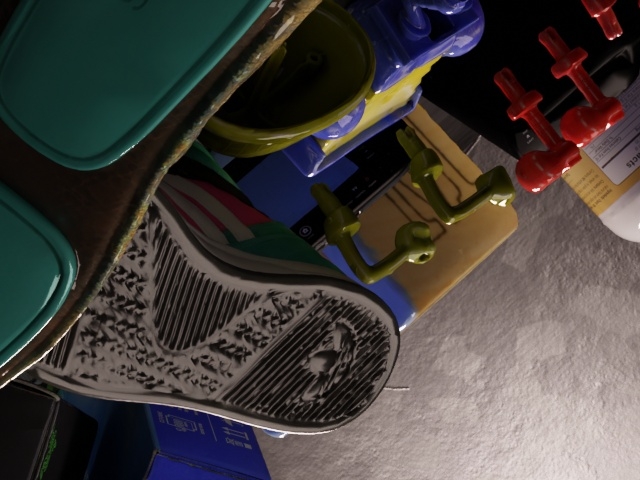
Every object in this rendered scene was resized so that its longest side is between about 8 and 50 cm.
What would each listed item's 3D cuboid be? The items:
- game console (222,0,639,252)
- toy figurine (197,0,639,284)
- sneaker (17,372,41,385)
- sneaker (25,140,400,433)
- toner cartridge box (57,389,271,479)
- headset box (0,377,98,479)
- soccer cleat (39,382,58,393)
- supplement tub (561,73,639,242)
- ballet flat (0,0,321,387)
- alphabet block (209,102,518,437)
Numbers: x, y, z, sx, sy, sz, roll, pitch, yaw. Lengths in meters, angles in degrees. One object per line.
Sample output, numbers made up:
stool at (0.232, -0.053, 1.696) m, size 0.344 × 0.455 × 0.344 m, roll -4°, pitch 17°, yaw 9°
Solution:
game console at (0.037, -0.068, 1.262) m, size 0.361 × 0.044 × 0.213 m, roll -41°, pitch -140°, yaw -9°
toy figurine at (0.033, -0.076, 1.136) m, size 0.362 × 0.191 × 0.217 m, roll -37°, pitch 179°, yaw -38°
sneaker at (-0.233, 0.097, 1.301) m, size 0.135 × 0.052 × 0.058 m, roll -43°, pitch 172°, yaw 3°
sneaker at (-0.110, -0.004, 0.953) m, size 0.295 × 0.178 × 0.123 m, roll 26°, pitch 94°, yaw -44°
toner cartridge box at (-0.117, 0.147, 1.228) m, size 0.348 × 0.075 × 0.165 m, roll -123°, pitch -126°, yaw -70°
headset box at (-0.226, 0.185, 1.035) m, size 0.283 × 0.131 × 0.246 m, roll 106°, pitch 2°, yaw -81°
soccer cleat at (-0.239, 0.116, 1.393) m, size 0.179 × 0.072 × 0.060 m, roll -62°, pitch -153°, yaw 31°
supplement tub at (0.249, -0.142, 1.451) m, size 0.228 × 0.316 × 0.228 m, roll -42°, pitch 176°, yaw -4°
ballet flat at (-0.103, -0.046, 0.697) m, size 0.348 × 0.123 × 0.123 m, roll -44°, pitch 175°, yaw 26°
alphabet block at (0.000, 0.000, 1.481) m, size 0.192 × 0.193 × 0.197 m, roll -43°, pitch 176°, yaw 37°
